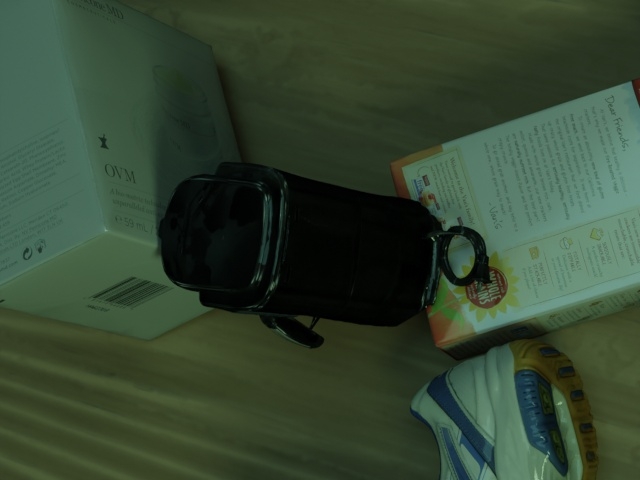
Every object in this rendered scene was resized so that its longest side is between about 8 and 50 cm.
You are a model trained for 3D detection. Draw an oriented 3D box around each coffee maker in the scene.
[{"bbox_3d":[0.000,0.000,1.296,0.171,0.178,0.120,-23,70,35],"label":"coffee maker"}]

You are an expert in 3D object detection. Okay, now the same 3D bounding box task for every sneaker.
[{"bbox_3d":[0.145,0.227,1.296,0.131,0.112,0.296,-21,67,32],"label":"sneaker"}]

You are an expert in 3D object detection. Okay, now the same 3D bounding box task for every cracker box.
[{"bbox_3d":[0.185,-0.018,1.355,0.232,0.067,0.156,-18,71,15],"label":"cracker box"}]

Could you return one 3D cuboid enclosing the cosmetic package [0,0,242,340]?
[{"bbox_3d":[-0.172,-0.062,1.398,0.138,0.224,0.225,-26,68,24],"label":"cosmetic package"}]
